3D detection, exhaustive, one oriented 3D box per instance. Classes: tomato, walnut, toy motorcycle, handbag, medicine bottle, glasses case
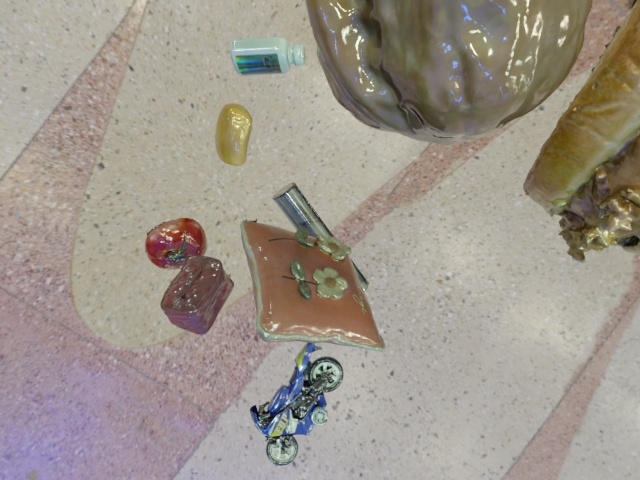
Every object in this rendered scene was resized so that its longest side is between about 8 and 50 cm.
[{"bbox_3d":[-0.504,0.030,1.628,0.228,0.227,0.101,-18,57,-9],"label":"tomato"},{"bbox_3d":[0.103,-0.216,0.412,0.227,0.273,0.273,-40,104,-40],"label":"walnut"},{"bbox_3d":[-0.070,0.408,1.162,0.169,0.113,0.315,32,86,-7],"label":"toy motorcycle"},{"bbox_3d":[-0.369,0.159,1.386,0.147,0.135,0.224,11,53,22],"label":"handbag"},{"bbox_3d":[-0.164,-0.589,1.470,0.229,0.121,0.083,-2,69,6],"label":"medicine bottle"},{"bbox_3d":[0.000,0.000,1.084,0.060,0.114,0.299,-40,105,-12],"label":"glasses case"}]

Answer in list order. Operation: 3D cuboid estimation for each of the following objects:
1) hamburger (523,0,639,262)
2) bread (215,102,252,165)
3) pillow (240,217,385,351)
[{"bbox_3d":[0.422,-0.098,0.587,0.268,0.445,0.286,34,87,20],"label":"hamburger"},{"bbox_3d":[-0.314,-0.369,1.611,0.098,0.147,0.217,-9,126,-37],"label":"bread"},{"bbox_3d":[-0.010,0.050,0.561,0.172,0.179,0.075,14,128,-30],"label":"pillow"}]
